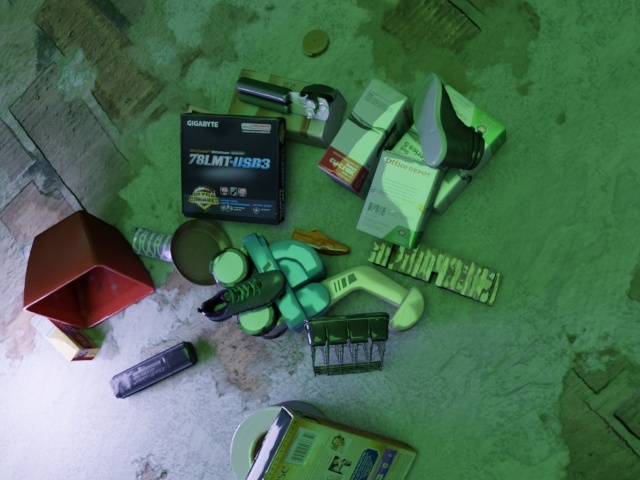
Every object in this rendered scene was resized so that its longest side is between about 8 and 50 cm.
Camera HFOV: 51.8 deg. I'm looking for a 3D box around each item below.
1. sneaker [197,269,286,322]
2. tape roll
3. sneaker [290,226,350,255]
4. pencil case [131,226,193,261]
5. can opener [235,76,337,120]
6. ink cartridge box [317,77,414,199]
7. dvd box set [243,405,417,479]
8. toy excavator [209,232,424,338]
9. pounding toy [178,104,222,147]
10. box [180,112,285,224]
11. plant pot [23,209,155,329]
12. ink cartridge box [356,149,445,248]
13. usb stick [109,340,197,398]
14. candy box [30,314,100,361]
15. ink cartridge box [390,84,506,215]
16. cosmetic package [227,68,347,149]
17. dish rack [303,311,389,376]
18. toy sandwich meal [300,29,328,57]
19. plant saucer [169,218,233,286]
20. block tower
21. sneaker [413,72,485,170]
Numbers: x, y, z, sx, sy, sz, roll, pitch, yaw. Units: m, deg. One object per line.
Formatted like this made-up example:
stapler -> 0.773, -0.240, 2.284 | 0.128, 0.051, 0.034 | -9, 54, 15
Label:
sneaker -> -0.188, 0.137, 1.603 | 0.223, 0.098, 0.083 | -29, 75, 2
tape roll -> -0.091, 0.547, 1.714 | 0.245, 0.169, 0.246 | -2, 82, 16
sneaker -> 0.000, 0.000, 1.826 | 0.175, 0.064, 0.068 | 15, 76, 14
pencil case -> -0.456, 0.016, 1.945 | 0.205, 0.088, 0.087 | 13, 127, 17
can opener -> -0.093, -0.387, 1.779 | 0.280, 0.074, 0.093 | 15, 52, 16
ink cartridge box -> 0.130, -0.266, 1.756 | 0.114, 0.197, 0.273 | 33, 92, 16
dvd box set -> 0.013, 0.589, 1.577 | 0.062, 0.420, 0.308 | 26, 90, 56
toy excavator -> -0.006, 0.123, 1.748 | 0.445, 0.222, 0.433 | -31, 76, 1
pounding toy -> -0.314, -0.270, 1.943 | 0.180, 0.094, 0.206 | 18, 96, 13
box -> -0.244, -0.201, 1.835 | 0.295, 0.073, 0.294 | 6, 107, 14
plant pot -> -0.686, 0.072, 1.919 | 0.267, 0.267, 0.236 | -28, 63, 10
ink cartridge box -> 0.203, -0.104, 1.657 | 0.154, 0.093, 0.213 | 21, 100, 19
usb stick -> -0.486, 0.378, 1.916 | 0.277, 0.045, 0.077 | -27, 83, 10
candy box -> -0.763, 0.286, 1.975 | 0.186, 0.109, 0.053 | 38, 93, 18
ink cartridge box -> 0.324, -0.234, 1.739 | 0.198, 0.114, 0.273 | 41, 95, 17
cosmetic package -> -0.094, -0.372, 1.871 | 0.295, 0.129, 0.153 | 14, 85, 17
dish rack -> 0.068, 0.273, 1.662 | 0.208, 0.272, 0.074 | -4, 59, 0
toy sandwich meal -> -0.015, -0.577, 1.933 | 0.085, 0.029, 0.086 | -3, 77, 13
plant saucer -> -0.341, 0.037, 1.875 | 0.036, 0.198, 0.199 | -25, 72, 50
block tower -> 0.298, 0.071, 1.714 | 0.335, 0.097, 0.091 | 19, 88, 16
sneaker -> 0.324, -0.287, 1.644 | 0.146, 0.104, 0.296 | 14, 53, -23
